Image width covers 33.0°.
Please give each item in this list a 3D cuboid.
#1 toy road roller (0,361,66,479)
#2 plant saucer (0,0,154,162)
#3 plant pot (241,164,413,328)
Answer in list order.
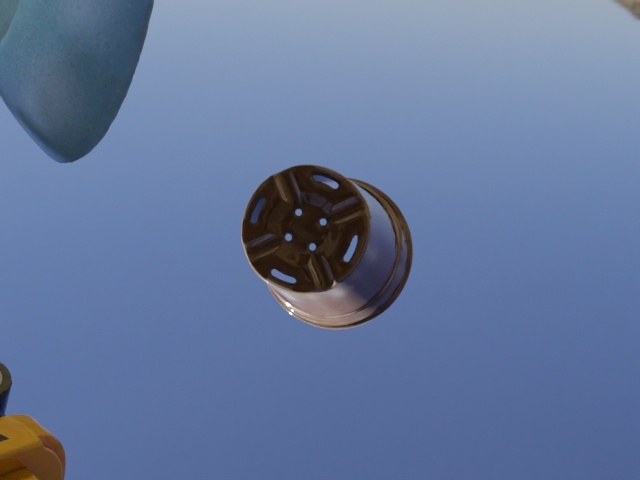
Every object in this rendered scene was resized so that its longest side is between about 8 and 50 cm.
[{"bbox_3d":[-0.362,0.248,0.930,0.241,0.202,0.330,33,-155,29],"label":"toy road roller"},{"bbox_3d":[-0.119,-0.131,0.461,0.037,0.194,0.195,3,-165,-31],"label":"plant saucer"},{"bbox_3d":[0.000,0.000,1.091,0.167,0.167,0.165,10,173,14],"label":"plant pot"}]
